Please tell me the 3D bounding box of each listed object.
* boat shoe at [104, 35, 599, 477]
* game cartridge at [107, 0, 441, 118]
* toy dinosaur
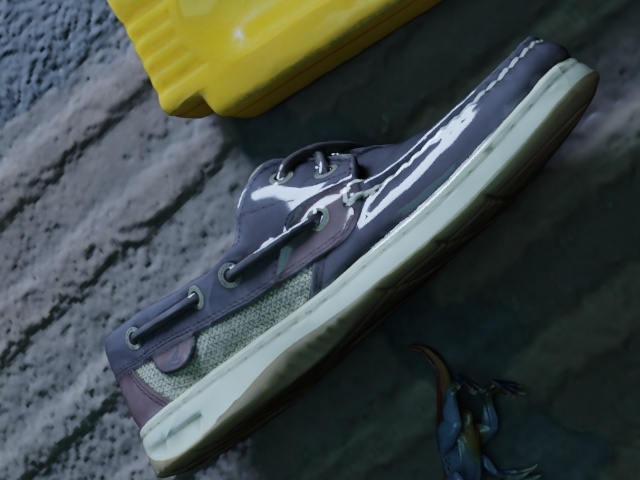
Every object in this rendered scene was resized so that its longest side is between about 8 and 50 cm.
[{"bbox_3d":[0.000,0.000,0.559,0.285,0.103,0.092,-44,79,24],"label":"boat shoe"},{"bbox_3d":[-0.022,-0.254,0.589,0.285,0.053,0.323,-30,78,21],"label":"game cartridge"},{"bbox_3d":[0.072,0.105,0.573,0.090,0.047,0.082,38,119,52],"label":"toy dinosaur"}]
